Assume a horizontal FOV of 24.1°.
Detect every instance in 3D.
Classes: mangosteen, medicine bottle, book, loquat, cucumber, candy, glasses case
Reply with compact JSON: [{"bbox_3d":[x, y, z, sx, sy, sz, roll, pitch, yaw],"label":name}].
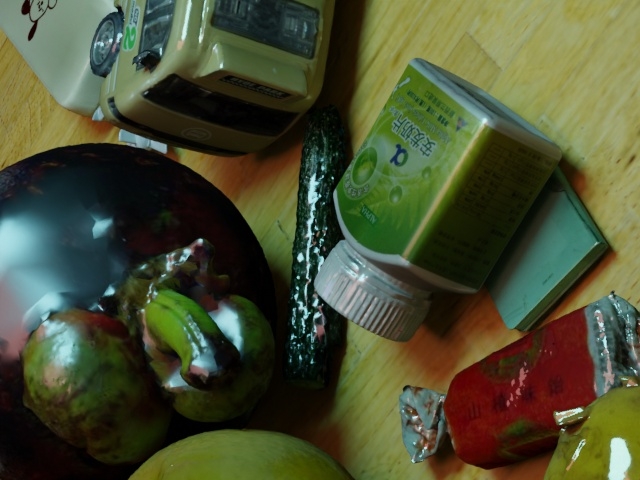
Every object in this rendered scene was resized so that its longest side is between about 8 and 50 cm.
[{"bbox_3d":[-0.176,0.065,1.227,0.359,0.306,0.306,152,128,-72],"label":"mangosteen"},{"bbox_3d":[0.078,-0.024,1.127,0.188,0.088,0.132,-60,37,12],"label":"medicine bottle"},{"bbox_3d":[0.150,-0.008,1.118,0.103,0.017,0.135,-50,42,26],"label":"book"},{"bbox_3d":[-0.060,0.251,1.096,0.244,0.244,0.243,-21,61,44],"label":"loquat"},{"bbox_3d":[-0.001,0.000,1.275,0.044,0.043,0.256,-17,63,47],"label":"cucumber"},{"bbox_3d":[0.157,0.102,1.038,0.292,0.059,0.086,-28,57,42],"label":"candy"},{"bbox_3d":[-0.285,-0.257,1.683,0.131,0.070,0.313,-59,41,16],"label":"glasses case"}]

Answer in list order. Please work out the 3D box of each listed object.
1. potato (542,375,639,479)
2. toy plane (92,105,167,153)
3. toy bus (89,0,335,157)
[{"bbox_3d":[0.198,0.230,0.878,0.173,0.140,0.300,-11,74,40],"label":"potato"},{"bbox_3d":[-0.175,-0.168,1.523,0.162,0.066,0.171,-7,72,49],"label":"toy plane"},{"bbox_3d":[-0.079,-0.269,1.344,0.202,0.177,0.365,-11,69,57],"label":"toy bus"}]
